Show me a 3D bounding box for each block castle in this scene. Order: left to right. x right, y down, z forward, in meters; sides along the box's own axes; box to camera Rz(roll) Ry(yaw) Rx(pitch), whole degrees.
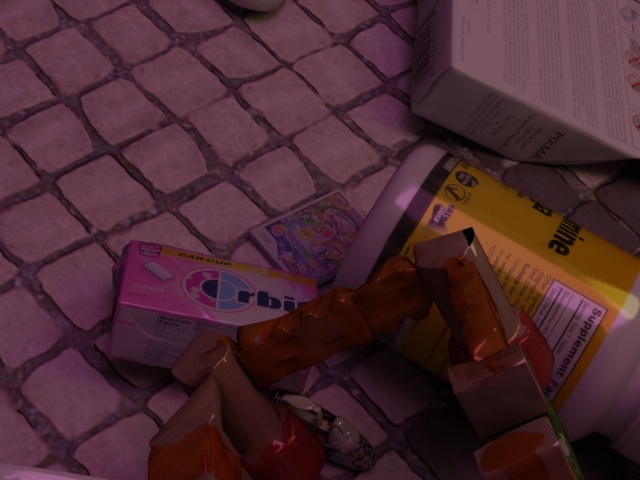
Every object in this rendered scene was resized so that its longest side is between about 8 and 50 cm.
[{"bbox_3d":[0.062,0.227,0.918,0.303,0.213,0.453,-25,35,8],"label":"block castle"}]

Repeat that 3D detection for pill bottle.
[{"bbox_3d":[0.192,0.066,1.200,0.334,0.188,0.188,30,49,7],"label":"pill bottle"}]

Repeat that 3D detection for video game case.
[{"bbox_3d":[0.000,0.000,1.310,0.122,0.011,0.087,-27,64,-33],"label":"video game case"}]

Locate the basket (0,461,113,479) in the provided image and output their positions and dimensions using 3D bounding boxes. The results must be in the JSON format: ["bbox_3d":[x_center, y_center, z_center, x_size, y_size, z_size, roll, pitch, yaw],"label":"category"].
[{"bbox_3d":[-0.198,0.247,0.945,0.113,0.167,0.103,11,56,-9],"label":"basket"}]

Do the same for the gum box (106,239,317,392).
[{"bbox_3d":[-0.100,0.066,1.170,0.188,0.062,0.107,12,30,-8],"label":"gum box"}]

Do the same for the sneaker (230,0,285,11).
[{"bbox_3d":[-0.073,-0.409,1.528,0.102,0.161,0.282,6,51,-15],"label":"sneaker"}]

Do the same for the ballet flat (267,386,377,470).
[{"bbox_3d":[0.002,0.166,1.155,0.114,0.041,0.041,29,49,7],"label":"ballet flat"}]

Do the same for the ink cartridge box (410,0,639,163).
[{"bbox_3d":[0.292,-0.206,1.551,0.385,0.091,0.308,24,46,-20],"label":"ink cartridge box"}]
